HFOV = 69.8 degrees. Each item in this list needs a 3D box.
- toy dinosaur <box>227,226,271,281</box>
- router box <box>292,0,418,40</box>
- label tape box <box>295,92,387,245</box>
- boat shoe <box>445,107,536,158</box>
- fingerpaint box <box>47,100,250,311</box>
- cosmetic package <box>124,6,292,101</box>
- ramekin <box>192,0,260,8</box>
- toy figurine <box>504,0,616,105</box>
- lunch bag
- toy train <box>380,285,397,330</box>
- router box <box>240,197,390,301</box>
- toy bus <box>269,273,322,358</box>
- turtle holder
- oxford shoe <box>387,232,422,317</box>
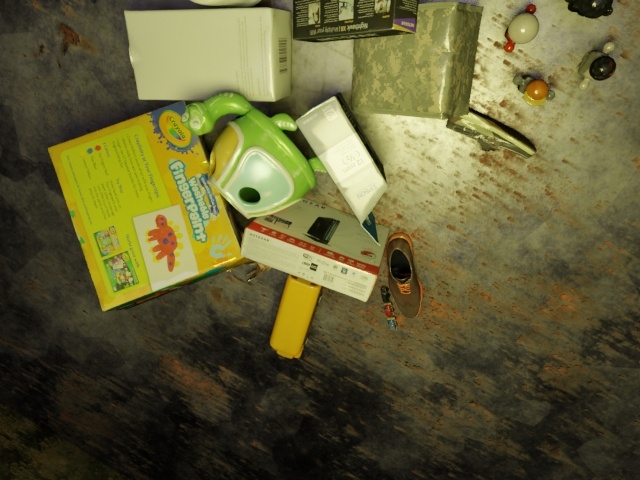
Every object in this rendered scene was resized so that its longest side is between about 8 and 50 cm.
[{"bbox_3d":[-0.263,0.026,1.417,0.296,0.200,0.127,32,84,24],"label":"toy dinosaur"},{"bbox_3d":[0.067,-0.563,0.978,0.309,0.081,0.242,19,114,43],"label":"router box"},{"bbox_3d":[0.089,-0.186,1.141,0.115,0.249,0.347,-32,104,15],"label":"label tape box"},{"bbox_3d":[0.415,-0.256,1.128,0.224,0.080,0.073,31,123,6],"label":"boat shoe"},{"bbox_3d":[-0.442,-0.086,1.224,0.371,0.163,0.444,-22,84,-5],"label":"fingerpaint box"},{"bbox_3d":[-0.277,-0.471,1.170,0.385,0.156,0.217,7,115,13],"label":"cosmetic package"},{"bbox_3d":[-0.237,-0.671,1.032,0.277,0.135,0.277,18,125,27],"label":"ramekin"},{"bbox_3d":[0.514,-0.414,0.986,0.213,0.148,0.209,-13,110,19],"label":"toy figurine"},{"bbox_3d":[0.197,-0.409,1.057,0.287,0.169,0.235,18,118,36],"label":"lunch bag"},{"bbox_3d":[0.212,0.214,1.412,0.027,0.036,0.158,-10,111,19],"label":"toy train"},{"bbox_3d":[0.000,0.000,1.224,0.336,0.301,0.082,19,117,5],"label":"router box"},{"bbox_3d":[-0.077,0.240,1.448,0.108,0.130,0.332,20,117,6],"label":"toy bus"},{"bbox_3d":[-0.159,-0.195,1.101,0.227,0.320,0.243,-45,55,-6],"label":"turtle holder"},{"bbox_3d":[0.235,0.120,1.328,0.097,0.098,0.271,-9,111,18],"label":"oxford shoe"}]
